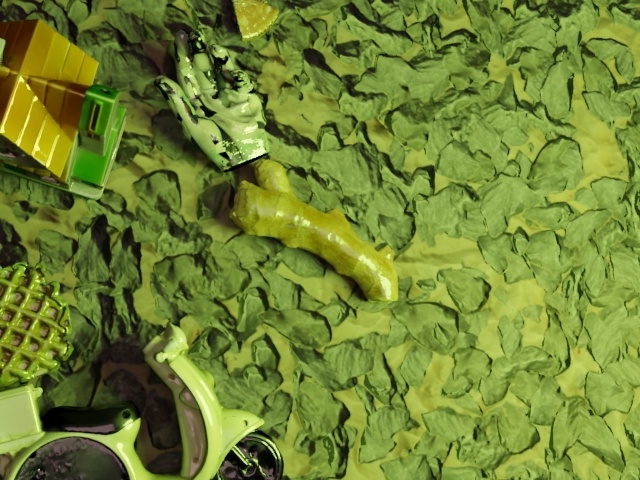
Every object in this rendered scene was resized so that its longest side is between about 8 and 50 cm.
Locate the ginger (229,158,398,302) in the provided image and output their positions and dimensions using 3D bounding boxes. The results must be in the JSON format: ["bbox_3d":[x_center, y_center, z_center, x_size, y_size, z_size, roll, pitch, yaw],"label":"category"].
[{"bbox_3d":[-0.001,0.000,1.515,0.299,0.065,0.118,36,79,-8],"label":"ginger"}]

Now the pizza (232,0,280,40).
[{"bbox_3d":[-0.109,-0.352,1.564,0.083,0.025,0.078,-39,96,-23],"label":"pizza"}]

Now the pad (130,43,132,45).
[{"bbox_3d":[-0.381,-0.439,1.499,0.250,0.055,0.323,-14,85,-15],"label":"pad"}]

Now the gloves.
[{"bbox_3d":[-0.159,-0.210,1.492,0.127,0.111,0.212,-24,90,9],"label":"gloves"}]

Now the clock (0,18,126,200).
[{"bbox_3d":[-0.383,-0.172,1.324,0.235,0.309,0.166,17,77,-10],"label":"clock"}]

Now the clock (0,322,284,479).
[{"bbox_3d":[-0.257,0.272,1.386,0.379,0.120,0.276,-17,91,-14],"label":"clock"}]

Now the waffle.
[{"bbox_3d":[-0.442,0.119,1.406,0.183,0.036,0.169,-17,83,-17],"label":"waffle"}]
